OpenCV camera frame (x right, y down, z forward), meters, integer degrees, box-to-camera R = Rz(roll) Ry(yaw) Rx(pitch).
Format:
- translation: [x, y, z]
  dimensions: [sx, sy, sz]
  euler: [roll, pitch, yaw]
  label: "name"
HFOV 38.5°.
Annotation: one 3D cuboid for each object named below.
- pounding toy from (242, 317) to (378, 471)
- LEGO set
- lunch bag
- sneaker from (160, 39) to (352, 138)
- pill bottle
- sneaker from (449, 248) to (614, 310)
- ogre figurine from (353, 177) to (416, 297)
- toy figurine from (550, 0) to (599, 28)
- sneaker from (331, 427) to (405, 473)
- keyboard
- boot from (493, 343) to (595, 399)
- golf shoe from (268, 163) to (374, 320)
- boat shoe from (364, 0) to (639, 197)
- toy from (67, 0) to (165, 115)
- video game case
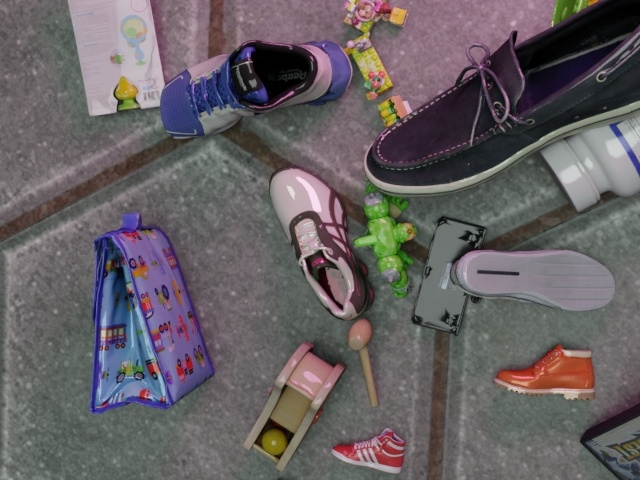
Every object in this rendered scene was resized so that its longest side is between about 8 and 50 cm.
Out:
- translation: [0.001, 0.255, 1.434]
  dimensions: [0.154, 0.154, 0.270]
  euler: [32, 110, 7]
  label: "pounding toy"
- translation: [0.090, -0.317, 1.419]
  dimensions: [0.132, 0.107, 0.287]
  euler: [9, 95, 9]
  label: "LEGO set"
- translation: [-0.277, 0.101, 1.454]
  dimensions: [0.138, 0.221, 0.293]
  euler: [-6, 93, 10]
  label: "lunch bag"
- translation: [-0.124, -0.247, 1.415]
  dimensions: [0.315, 0.182, 0.128]
  euler: [-11, 91, 19]
  label: "sneaker"
- translation: [0.466, -0.159, 1.342]
  dimensions: [0.272, 0.152, 0.152]
  euler: [-32, 88, 11]
  label: "pill bottle"
- translation: [0.324, 0.053, 1.417]
  dimensions: [0.258, 0.091, 0.094]
  euler: [10, 89, -12]
  label: "sneaker"
- translation: [0.102, -0.005, 1.433]
  dimensions: [0.096, 0.118, 0.197]
  euler: [7, 96, 10]
  label: "ogre figurine"
- translation: [0.444, -0.349, 1.350]
  dimensions: [0.159, 0.130, 0.173]
  euler: [10, 126, -3]
  label: "toy figurine"
- translation: [0.080, 0.335, 1.498]
  dimensions: [0.118, 0.042, 0.067]
  euler: [13, 100, 1]
  label: "sneaker"
- translation: [0.218, 0.060, 1.465]
  dimensions: [0.108, 0.023, 0.180]
  euler: [15, 97, 7]
  label: "keyboard"
- translation: [0.350, 0.203, 1.438]
  dimensions: [0.157, 0.059, 0.085]
  euler: [2, 91, 1]
  label: "boot"
- translation: [0.000, 0.000, 1.453]
  dimensions: [0.105, 0.120, 0.273]
  euler: [-30, 87, 12]
  label: "golf shoe"
- translation: [0.274, -0.209, 1.301]
  dimensions: [0.500, 0.156, 0.187]
  euler: [-21, 46, 24]
  label: "boat shoe"
- translation: [-0.333, -0.334, 1.520]
  dimensions: [0.136, 0.056, 0.237]
  euler: [-7, 98, 7]
  label: "toy"
- translation: [0.552, 0.331, 1.330]
  dimensions: [0.248, 0.035, 0.275]
  euler: [44, 143, 4]
  label: "video game case"
